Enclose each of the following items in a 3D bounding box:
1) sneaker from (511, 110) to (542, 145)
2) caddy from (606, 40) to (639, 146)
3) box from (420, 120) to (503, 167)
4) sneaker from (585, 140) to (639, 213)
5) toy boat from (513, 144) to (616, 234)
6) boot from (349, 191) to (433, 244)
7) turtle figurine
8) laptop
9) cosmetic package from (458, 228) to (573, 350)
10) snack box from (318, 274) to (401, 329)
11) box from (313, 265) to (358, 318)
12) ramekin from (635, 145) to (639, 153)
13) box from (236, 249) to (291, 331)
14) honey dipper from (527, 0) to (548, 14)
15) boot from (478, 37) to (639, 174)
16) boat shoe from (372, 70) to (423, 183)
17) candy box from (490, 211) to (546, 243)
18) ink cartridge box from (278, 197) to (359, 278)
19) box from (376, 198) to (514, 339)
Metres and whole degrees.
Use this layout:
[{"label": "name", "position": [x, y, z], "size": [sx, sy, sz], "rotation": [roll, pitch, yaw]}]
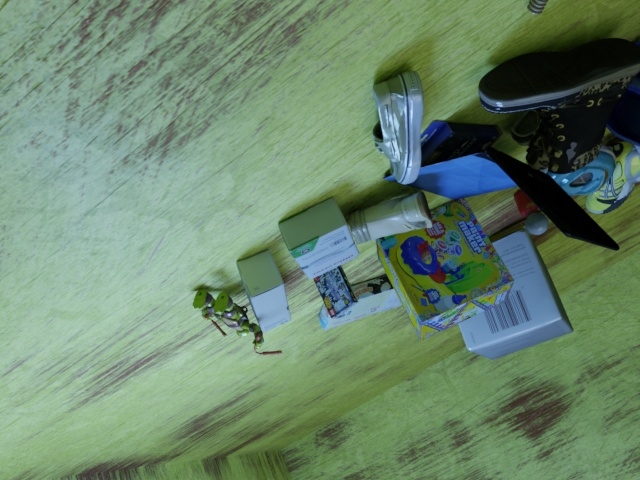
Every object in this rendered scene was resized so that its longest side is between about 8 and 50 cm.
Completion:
[{"label": "sneaker", "position": [0.538, -0.299, 1.556], "size": [0.192, 0.064, 0.086], "rotation": [-37, 154, 27]}, {"label": "caddy", "position": [0.802, -0.311, 1.470], "size": [0.179, 0.341, 0.241], "rotation": [-4, 123, -52]}, {"label": "box", "position": [0.310, -0.220, 1.538], "size": [0.225, 0.036, 0.136], "rotation": [-3, 148, -37]}, {"label": "sneaker", "position": [0.904, -0.209, 2.042], "size": [0.147, 0.145, 0.385], "rotation": [7, 154, 1]}, {"label": "toy boat", "position": [0.704, -0.152, 1.888], "size": [0.267, 0.148, 0.318], "rotation": [6, 143, -38]}, {"label": "boot", "position": [0.181, -0.053, 1.678], "size": [0.203, 0.095, 0.262], "rotation": [-18, 177, 11]}, {"label": "turtle figurine", "position": [-0.226, 0.206, 1.726], "size": [0.087, 0.269, 0.217], "rotation": [-56, 145, -17]}, {"label": "laptop", "position": [0.433, -0.067, 1.556], "size": [0.382, 0.408, 0.236], "rotation": [7, 131, -51]}, {"label": "cosmetic package", "position": [0.663, 0.208, 2.325], "size": [0.329, 0.327, 0.393], "rotation": [-24, 157, 18]}, {"label": "snack box", "position": [0.161, 0.196, 2.192], "size": [0.322, 0.060, 0.187], "rotation": [-15, 153, -21]}, {"label": "box", "position": [0.043, 0.143, 1.884], "size": [0.094, 0.137, 0.027], "rotation": [-40, 152, 27]}, {"label": "ramekin", "position": [0.898, -0.318, 1.624], "size": [0.135, 0.277, 0.277], "rotation": [16, 134, -45]}, {"label": "box", "position": [-0.146, 0.140, 1.734], "size": [0.094, 0.113, 0.275], "rotation": [-22, 157, -9]}, {"label": "honey dipper", "position": [0.411, -0.470, 1.143], "size": [0.030, 0.030, 0.161], "rotation": [-14, 151, -23]}, {"label": "boot", "position": [0.504, -0.270, 1.428], "size": [0.377, 0.138, 0.284], "rotation": [-19, 142, -15]}, {"label": "boat shoe", "position": [0.151, -0.223, 1.329], "size": [0.094, 0.109, 0.302], "rotation": [-9, 146, 0]}, {"label": "candy box", "position": [0.687, -0.033, 2.269], "size": [0.206, 0.027, 0.105], "rotation": [-27, 155, 6]}, {"label": "ink cartridge box", "position": [0.000, 0.000, 1.619], "size": [0.153, 0.087, 0.208], "rotation": [-26, 155, 0]}, {"label": "box", "position": [0.344, 0.079, 1.857], "size": [0.279, 0.290, 0.177], "rotation": [-24, 155, -4]}]
